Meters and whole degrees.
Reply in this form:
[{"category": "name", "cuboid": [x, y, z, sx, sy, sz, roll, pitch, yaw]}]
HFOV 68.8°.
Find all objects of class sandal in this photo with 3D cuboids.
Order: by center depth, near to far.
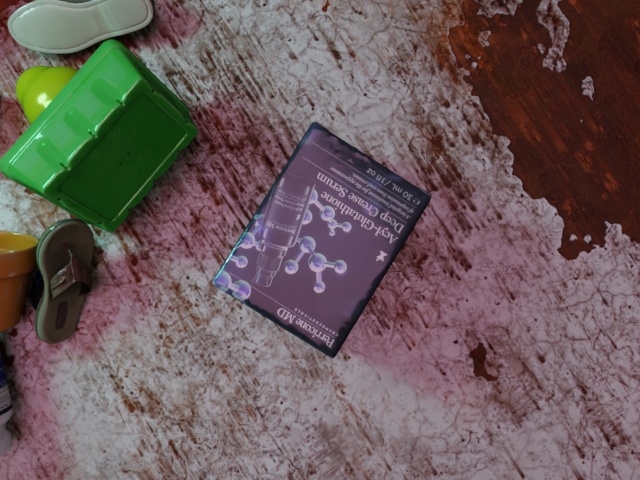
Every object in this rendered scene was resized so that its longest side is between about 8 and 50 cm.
[{"category": "sandal", "cuboid": [-0.543, 0.095, 1.018, 0.086, 0.120, 0.303, 23, 110, 27]}]

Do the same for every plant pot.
[{"category": "plant pot", "cuboid": [-0.724, 0.092, 1.007, 0.205, 0.205, 0.188, 7, 103, -3]}]

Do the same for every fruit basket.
[{"category": "fruit basket", "cuboid": [-0.503, -0.245, 1.033, 0.392, 0.283, 0.392, -17, 54, 24]}]

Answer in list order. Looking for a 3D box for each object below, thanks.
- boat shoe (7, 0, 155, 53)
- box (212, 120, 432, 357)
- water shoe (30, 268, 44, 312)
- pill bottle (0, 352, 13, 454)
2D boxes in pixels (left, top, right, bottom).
[{"category": "boat shoe", "cuboid": [-0.547, -0.521, 1.087, 0.324, 0.097, 0.117, -14, 129, 0]}, {"category": "box", "cuboid": [0.000, 0.000, 1.034, 0.293, 0.212, 0.396, 31, 87, -2]}, {"category": "water shoe", "cuboid": [-0.615, 0.072, 1.060, 0.072, 0.080, 0.203, 20, 86, -2]}, {"category": "pill bottle", "cuboid": [-0.758, 0.338, 1.000, 0.153, 0.153, 0.265, -11, 90, -4]}]
